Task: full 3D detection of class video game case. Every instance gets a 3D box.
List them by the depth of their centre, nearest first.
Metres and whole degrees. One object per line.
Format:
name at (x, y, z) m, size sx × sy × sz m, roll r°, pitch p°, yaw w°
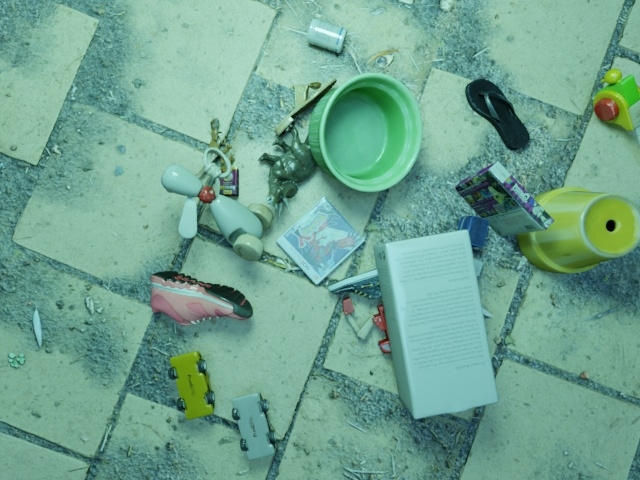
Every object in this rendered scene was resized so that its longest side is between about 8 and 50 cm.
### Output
video game case at (0.496, -0.105, 1.119) m, size 0.042 × 0.232 × 0.210 m, roll -43°, pitch 88°, yaw -4°
video game case at (0.000, 0.000, 1.213) m, size 0.201 × 0.023 × 0.183 m, roll -43°, pitch 89°, yaw -2°

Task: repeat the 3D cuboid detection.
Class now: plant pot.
plant pot at (0.722, -0.032, 1.115) m, size 0.254 × 0.239 × 0.254 m, roll 0°, pitch 88°, yaw -1°

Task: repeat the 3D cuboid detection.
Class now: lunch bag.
lunch bag at (0.446, -0.022, 1.199) m, size 0.067 × 0.065 × 0.098 m, roll 18°, pitch 87°, yaw -15°

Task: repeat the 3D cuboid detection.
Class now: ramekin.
ramekin at (0.113, -0.292, 1.116) m, size 0.303 × 0.148 × 0.303 m, roll -6°, pitch 106°, yaw -21°

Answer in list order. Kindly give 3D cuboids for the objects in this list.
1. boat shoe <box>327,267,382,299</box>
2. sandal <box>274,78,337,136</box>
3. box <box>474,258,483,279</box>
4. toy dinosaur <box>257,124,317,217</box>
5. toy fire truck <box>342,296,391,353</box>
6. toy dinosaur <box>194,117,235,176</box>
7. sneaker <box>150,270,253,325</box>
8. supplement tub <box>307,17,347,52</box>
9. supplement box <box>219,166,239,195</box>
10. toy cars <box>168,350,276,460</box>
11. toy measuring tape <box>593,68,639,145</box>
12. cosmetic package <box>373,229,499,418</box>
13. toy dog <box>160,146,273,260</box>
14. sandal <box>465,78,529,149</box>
boat shoe at (0.118, 0.142, 1.187) m, size 0.183 × 0.065 × 0.083 m, roll -18°, pitch 87°, yaw -2°
sandal at (-0.064, -0.420, 1.196) m, size 0.240 × 0.088 × 0.079 m, roll -44°, pitch 95°, yaw 3°
box at (0.384, 0.128, 1.205) m, size 0.145 × 0.038 × 0.186 m, roll 20°, pitch 89°, yaw 0°
toy dinosaur at (-0.080, -0.232, 1.192) m, size 0.160 × 0.121 × 0.313 m, roll 44°, pitch 77°, yaw -16°
toy fire truck at (0.149, 0.249, 1.193) m, size 0.135 × 0.047 × 0.192 m, roll -17°, pitch 89°, yaw -1°
toy dinosaur at (-0.321, -0.258, 1.210) m, size 0.112 × 0.064 × 0.211 m, roll 12°, pitch 78°, yaw 18°
sneaker at (-0.348, 0.191, 1.173) m, size 0.314 × 0.116 × 0.136 m, roll 17°, pitch 98°, yaw 7°
supplement tub at (0.021, -0.614, 1.213) m, size 0.107 × 0.071 × 0.071 m, roll 20°, pitch 88°, yaw -1°
supplement box at (-0.273, -0.176, 1.206) m, size 0.055 × 0.043 × 0.083 m, roll -1°, pitch 89°, yaw -2°
toy cars at (-0.274, 0.463, 1.166) m, size 0.394 × 0.087 × 0.176 m, roll 35°, pitch 93°, yaw -2°
toy measuring tape at (0.909, -0.362, 1.216) m, size 0.121 × 0.121 × 0.330 m, roll -37°, pitch 111°, yaw -2°
cosmetic package at (0.303, 0.213, 1.097) m, size 0.230 × 0.161 × 0.453 m, roll -9°, pitch 88°, yaw -5°
toy dog at (-0.288, -0.071, 1.125) m, size 0.333 × 0.220 × 0.161 m, roll 51°, pitch 133°, yaw -8°
sandal at (0.543, -0.390, 1.217) m, size 0.097 × 0.054 × 0.254 m, roll -41°, pitch 89°, yaw -2°
